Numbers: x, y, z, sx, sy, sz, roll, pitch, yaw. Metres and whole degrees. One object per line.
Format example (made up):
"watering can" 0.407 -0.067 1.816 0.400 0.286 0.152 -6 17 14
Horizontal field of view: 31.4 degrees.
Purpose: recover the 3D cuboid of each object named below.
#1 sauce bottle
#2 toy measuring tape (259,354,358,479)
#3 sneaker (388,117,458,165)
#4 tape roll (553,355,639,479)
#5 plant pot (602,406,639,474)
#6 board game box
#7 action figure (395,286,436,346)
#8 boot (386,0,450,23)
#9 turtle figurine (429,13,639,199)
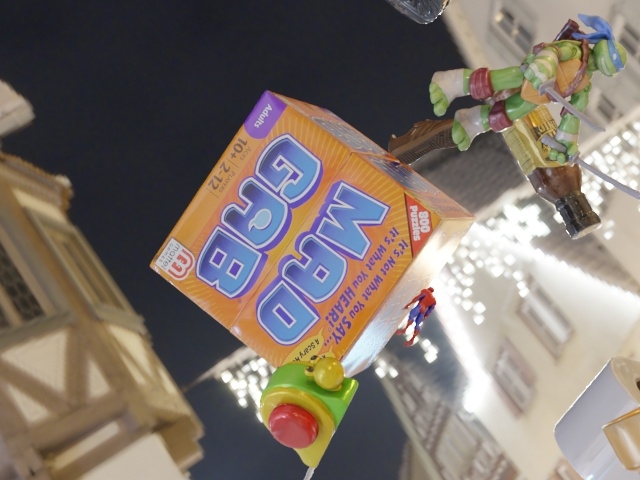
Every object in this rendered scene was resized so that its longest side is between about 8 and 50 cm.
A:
"sauce bottle" 0.471 -0.167 2.364 0.111 0.344 0.111 -26 -14 -7
"toy measuring tape" -0.041 0.262 1.579 0.121 0.121 0.330 -21 -32 -35
"sneaker" 0.218 -0.215 2.249 0.188 0.071 0.066 -22 -36 16
"tape roll" 0.556 0.344 1.994 0.246 0.246 0.169 2 -53 -57
"plant pot" 0.445 0.246 1.246 0.205 0.187 0.205 -24 -13 -6
"board game box" 0.000 0.000 1.975 0.356 0.356 0.356 -55 -13 11
"action figure" 0.145 0.107 1.698 0.030 0.038 0.115 -23 23 46
"boot" 0.273 -0.561 1.687 0.445 0.146 0.367 -47 -9 -14
"turtle figurine" 0.300 -0.178 1.611 0.266 0.274 0.198 -10 -6 29
